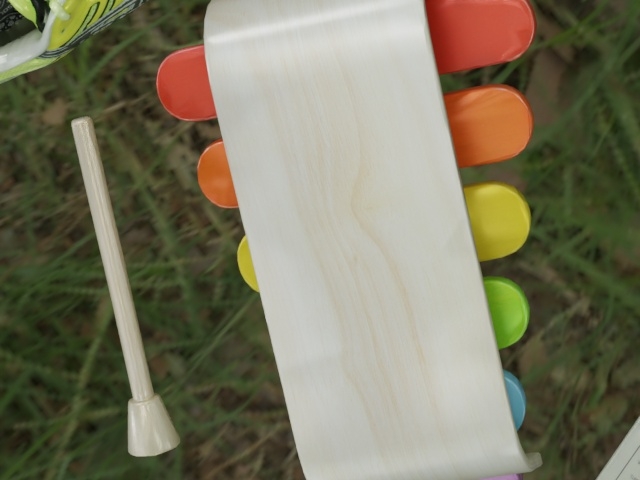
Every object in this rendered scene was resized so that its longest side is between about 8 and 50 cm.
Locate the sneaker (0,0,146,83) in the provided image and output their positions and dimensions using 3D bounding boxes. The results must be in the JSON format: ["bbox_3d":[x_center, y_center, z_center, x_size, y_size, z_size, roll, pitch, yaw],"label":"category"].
[{"bbox_3d":[-0.156,-0.216,1.343,0.384,0.147,0.145,-35,108,27],"label":"sneaker"}]

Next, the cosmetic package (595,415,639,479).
[{"bbox_3d":[0.292,0.274,1.611,0.160,0.113,0.309,36,105,13],"label":"cosmetic package"}]

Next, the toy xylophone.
[{"bbox_3d":[0.000,0.000,0.972,0.236,0.081,0.323,-2,102,12],"label":"toy xylophone"}]
